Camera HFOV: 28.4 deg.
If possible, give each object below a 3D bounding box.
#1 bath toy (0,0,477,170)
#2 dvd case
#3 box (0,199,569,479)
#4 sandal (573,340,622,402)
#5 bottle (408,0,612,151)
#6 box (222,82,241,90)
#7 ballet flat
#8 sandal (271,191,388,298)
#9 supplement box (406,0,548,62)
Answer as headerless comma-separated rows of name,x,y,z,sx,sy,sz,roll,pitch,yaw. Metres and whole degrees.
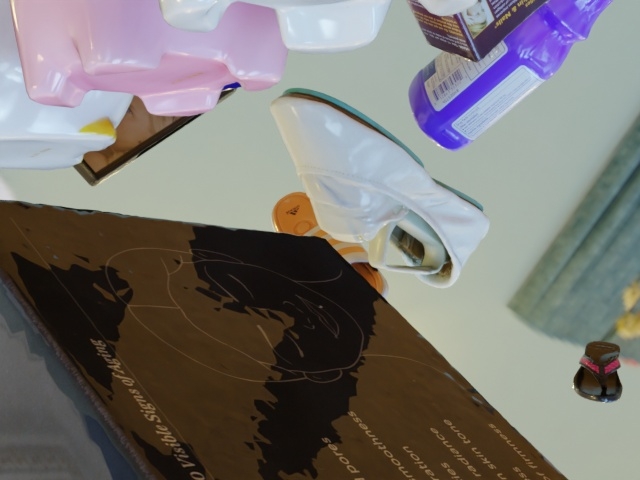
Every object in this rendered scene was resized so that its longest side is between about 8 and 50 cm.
bath toy,-0.033,-0.112,0.419,0.151,0.129,0.348,1,171,-42
dvd case,-0.226,-0.184,1.400,0.180,0.022,0.253,47,-134,2
box,-0.082,0.223,1.082,0.471,0.297,0.480,9,-151,-49
sandal,0.392,0.174,1.777,0.067,0.040,0.179,6,-156,12
bottle,0.228,-0.227,1.479,0.092,0.283,0.118,33,-149,-29
box,-0.085,-0.222,1.160,0.072,0.137,0.126,-16,-104,-41
ballet flat,0.072,-0.039,1.446,0.400,0.139,0.139,30,-166,-51
sandal,-0.009,0.005,1.644,0.265,0.102,0.076,52,174,45
supplement box,0.116,-0.264,1.107,0.081,0.104,0.188,32,160,50
